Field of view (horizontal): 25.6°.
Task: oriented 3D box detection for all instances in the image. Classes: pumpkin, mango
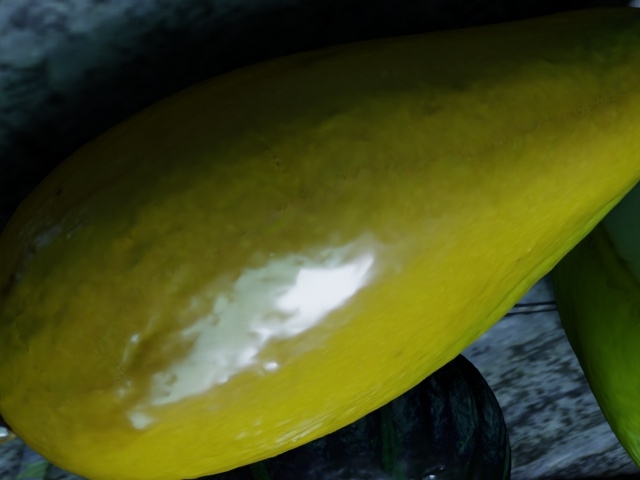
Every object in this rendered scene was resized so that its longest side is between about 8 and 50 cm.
[{"bbox_3d":[-0.004,0.124,0.683,0.202,0.140,0.202,-11,141,-9],"label":"pumpkin"},{"bbox_3d":[0.000,0.000,0.536,0.317,0.119,0.176,-26,144,-5],"label":"mango"}]

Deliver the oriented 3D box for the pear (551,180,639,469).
[{"bbox_3d":[0.303,0.085,0.704,0.342,0.238,0.318,-16,139,-5],"label":"pear"}]
